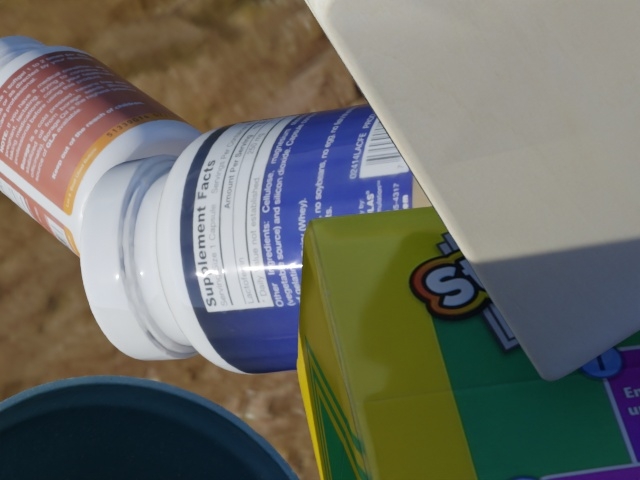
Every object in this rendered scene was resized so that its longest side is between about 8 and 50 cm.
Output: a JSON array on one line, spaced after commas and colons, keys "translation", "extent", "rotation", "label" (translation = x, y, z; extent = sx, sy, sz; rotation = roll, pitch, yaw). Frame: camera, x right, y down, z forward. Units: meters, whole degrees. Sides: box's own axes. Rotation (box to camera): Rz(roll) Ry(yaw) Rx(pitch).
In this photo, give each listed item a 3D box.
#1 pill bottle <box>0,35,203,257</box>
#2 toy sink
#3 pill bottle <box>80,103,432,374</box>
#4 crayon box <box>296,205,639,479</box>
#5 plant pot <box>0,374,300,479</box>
[{"translation": [-0.174, -0.067, 1.375], "extent": [0.121, 0.121, 0.216], "rotation": [-53, 47, -1], "label": "pill bottle"}, {"translation": [0.077, -0.087, 0.629], "extent": [0.152, 0.234, 0.131], "rotation": [-33, 52, 4], "label": "toy sink"}, {"translation": [0.000, 0.000, 1.117], "extent": [0.264, 0.153, 0.153], "rotation": [-6, 81, 30], "label": "pill bottle"}, {"translation": [0.194, 0.115, 0.718], "extent": [0.362, 0.106, 0.313], "rotation": [-6, 47, -8], "label": "crayon box"}, {"translation": [-0.157, 0.264, 1.306], "extent": [0.293, 0.196, 0.293], "rotation": [9, 61, -17], "label": "plant pot"}]
